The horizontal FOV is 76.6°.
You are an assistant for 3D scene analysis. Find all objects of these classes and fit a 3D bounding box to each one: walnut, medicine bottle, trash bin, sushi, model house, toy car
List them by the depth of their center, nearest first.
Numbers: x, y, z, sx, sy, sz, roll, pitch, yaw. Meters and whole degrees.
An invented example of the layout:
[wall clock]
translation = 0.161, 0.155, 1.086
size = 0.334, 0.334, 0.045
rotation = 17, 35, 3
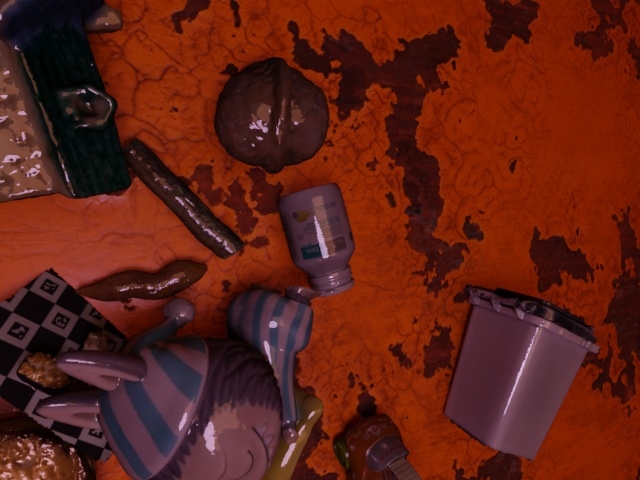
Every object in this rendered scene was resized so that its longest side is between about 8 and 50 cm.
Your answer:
[model house]
translation = -0.421, -0.234, 0.524
size = 0.342, 0.334, 0.383
rotation = -15, 106, -25
[sushi]
translation = -0.375, 0.187, 0.628
size = 0.280, 0.043, 0.193
rotation = 52, 30, -17
[walnut]
translation = -0.088, -0.225, 0.745
size = 0.224, 0.224, 0.225
rotation = 1, 89, -27
[medicine bottle]
translation = 0.000, 0.000, 0.831
size = 0.135, 0.135, 0.216
rotation = -18, 97, -26
[toy car]
translation = 0.150, 0.502, 0.853
size = 0.145, 0.235, 0.235
rotation = -17, 97, -26
[trash bin]
translation = 0.467, 0.317, 1.016
size = 0.295, 0.255, 0.368
rotation = 25, 86, -26

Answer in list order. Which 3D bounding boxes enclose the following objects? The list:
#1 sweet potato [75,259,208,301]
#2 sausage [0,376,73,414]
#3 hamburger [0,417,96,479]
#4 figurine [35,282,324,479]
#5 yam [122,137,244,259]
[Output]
[sweet potato]
translation = -0.309, 0.078, 0.721
size = 0.218, 0.051, 0.065
rotation = -12, 98, -26
[sausage]
translation = -0.495, 0.227, 0.610
size = 0.304, 0.078, 0.078
rotation = 5, 87, -27
[hamburger]
translation = -0.469, 0.420, 0.564
size = 0.284, 0.174, 0.305
rotation = -5, 91, -29
[figurine]
translation = -0.182, 0.194, 0.615
size = 0.377, 0.266, 0.362
rotation = 40, 56, -50
[yam]
translation = -0.254, -0.072, 0.748
size = 0.274, 0.061, 0.061
rotation = 48, 70, -17
